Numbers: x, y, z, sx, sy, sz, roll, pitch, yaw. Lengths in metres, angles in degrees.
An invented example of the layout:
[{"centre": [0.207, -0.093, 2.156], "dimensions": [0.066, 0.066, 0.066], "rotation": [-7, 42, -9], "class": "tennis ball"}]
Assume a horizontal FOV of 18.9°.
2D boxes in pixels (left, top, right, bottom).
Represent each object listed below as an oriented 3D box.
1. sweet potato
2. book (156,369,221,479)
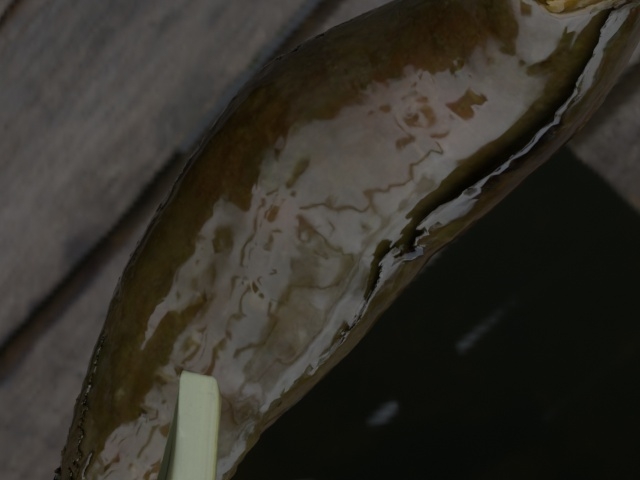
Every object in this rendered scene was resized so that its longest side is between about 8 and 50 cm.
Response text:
[{"centre": [-0.005, -0.005, 0.611], "dimensions": [0.085, 0.112, 0.286], "rotation": [44, 92, -12], "class": "sweet potato"}, {"centre": [-0.038, 0.099, 0.495], "dimensions": [0.014, 0.111, 0.077], "rotation": [5, 151, -8], "class": "book"}]
